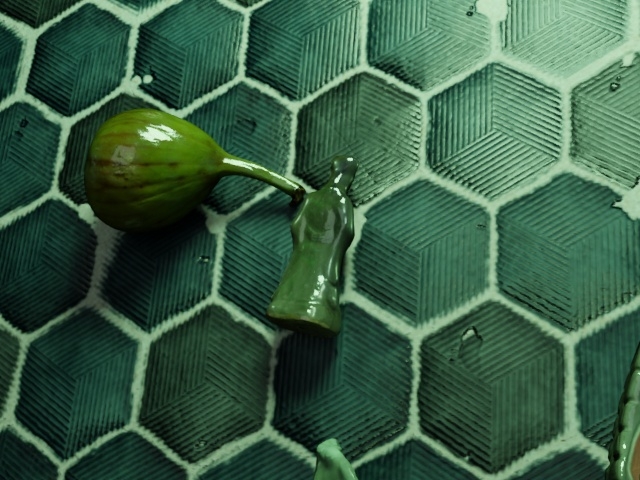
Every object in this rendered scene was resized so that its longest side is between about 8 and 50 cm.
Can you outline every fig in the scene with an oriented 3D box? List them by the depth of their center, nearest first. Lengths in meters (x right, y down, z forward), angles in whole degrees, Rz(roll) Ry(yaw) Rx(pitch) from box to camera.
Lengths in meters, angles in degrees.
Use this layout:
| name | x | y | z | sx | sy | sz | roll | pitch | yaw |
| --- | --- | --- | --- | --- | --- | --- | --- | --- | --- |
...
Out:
| name | x | y | z | sx | sy | sz | roll | pitch | yaw |
| --- | --- | --- | --- | --- | --- | --- | --- | --- | --- |
| fig | -0.154 | -0.087 | 1.119 | 0.259 | 0.151 | 0.151 | -1 | 68 | 12 |

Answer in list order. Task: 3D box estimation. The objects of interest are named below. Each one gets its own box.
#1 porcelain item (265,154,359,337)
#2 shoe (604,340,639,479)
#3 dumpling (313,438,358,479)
| name | x | y | z | sx | sy | sz | roll | pitch | yaw |
| --- | --- | --- | --- | --- | --- | --- | --- | --- | --- |
| porcelain item | 0.000 | 0.000 | 1.074 | 0.081 | 0.069 | 0.216 | 3 | 70 | 31 |
| shoe | 0.344 | 0.207 | 0.871 | 0.137 | 0.114 | 0.291 | 14 | 70 | 16 |
| dumpling | 0.051 | 0.355 | 0.851 | 0.320 | 0.212 | 0.270 | 48 | 124 | 13 |
